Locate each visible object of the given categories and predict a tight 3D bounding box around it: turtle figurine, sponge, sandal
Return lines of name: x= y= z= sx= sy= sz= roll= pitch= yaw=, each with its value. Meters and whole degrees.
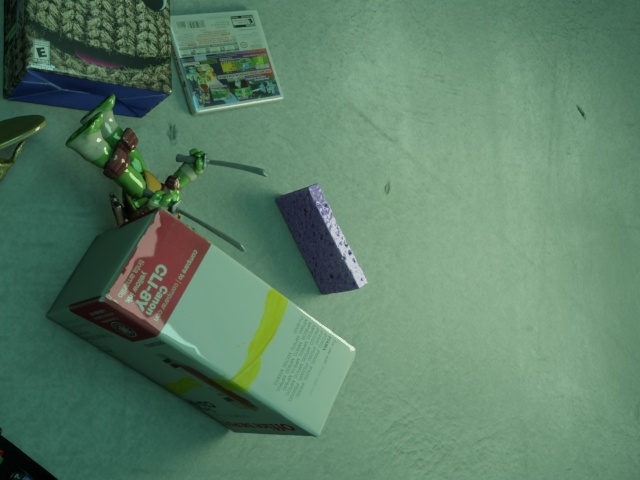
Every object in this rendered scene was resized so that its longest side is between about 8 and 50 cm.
turtle figurine: x=-0.237 y=-0.112 z=1.189 sx=0.266 sy=0.274 sz=0.198 roll=49 pitch=51 yaw=-25
sponge: x=0.000 y=0.000 z=1.427 sx=0.031 sy=0.117 sz=0.210 roll=-31 pitch=99 yaw=-34
sandal: x=-0.511 y=-0.106 z=1.136 sx=0.240 sy=0.088 sz=0.079 roll=-32 pitch=130 yaw=-28

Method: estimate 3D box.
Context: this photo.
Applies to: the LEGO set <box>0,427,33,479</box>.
LEGO set: x=-0.477 y=0.321 z=0.954 sx=0.244 sy=0.060 sz=0.183 roll=-28 pitch=133 yaw=-48

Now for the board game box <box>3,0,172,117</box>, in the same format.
board game box: x=-0.373 y=-0.368 z=1.232 sx=0.232 sy=0.141 sz=0.291 roll=2 pitch=79 yaw=-35

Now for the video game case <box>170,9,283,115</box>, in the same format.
video game case: x=-0.178 y=-0.337 z=1.435 sx=0.201 sy=0.023 sz=0.184 roll=-17 pitch=90 yaw=-37

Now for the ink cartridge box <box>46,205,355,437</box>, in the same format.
ink cartridge box: x=-0.180 y=0.142 z=1.170 sx=0.384 sy=0.279 sz=0.160 roll=37 pitch=62 yaw=-23

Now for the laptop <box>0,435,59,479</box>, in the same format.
laptop: x=-0.615 y=0.367 z=0.981 sx=0.407 sy=0.236 sz=0.382 roll=29 pitch=60 yaw=5
